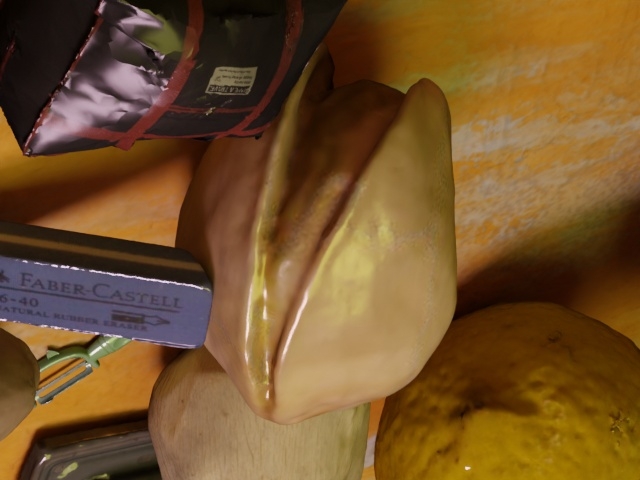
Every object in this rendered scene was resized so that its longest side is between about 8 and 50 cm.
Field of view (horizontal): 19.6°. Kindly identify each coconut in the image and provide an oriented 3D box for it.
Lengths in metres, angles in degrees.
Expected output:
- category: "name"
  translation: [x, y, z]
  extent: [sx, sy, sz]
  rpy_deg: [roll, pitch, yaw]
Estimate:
- category: "coconut"
  translation: [-0.055, 0.158, 1.637]
  extent: [0.224, 0.224, 0.224]
  rpy_deg: [-21, 147, -15]

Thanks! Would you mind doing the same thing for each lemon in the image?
- category: "lemon"
  translation: [0.208, 0.218, 1.829]
  extent: [0.336, 0.336, 0.336]
  rpy_deg: [-21, 147, -15]

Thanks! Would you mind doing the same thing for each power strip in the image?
- category: "power strip"
  translation: [-0.183, 0.276, 1.783]
  extent: [0.251, 0.092, 0.257]
  rpy_deg: [-3, 135, -31]

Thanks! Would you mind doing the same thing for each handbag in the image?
- category: "handbag"
  translation: [-0.103, -0.141, 1.213]
  extent: [0.215, 0.155, 0.169]
  rpy_deg: [-6, 147, -37]

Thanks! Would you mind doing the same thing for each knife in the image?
- category: "knife"
  translation: [-0.173, 0.075, 1.588]
  extent: [0.212, 0.015, 0.054]
  rpy_deg: [-32, 140, 4]

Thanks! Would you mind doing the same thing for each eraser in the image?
- category: "eraser"
  translation: [-0.192, 0.029, 1.386]
  extent: [0.225, 0.036, 0.082]
  rpy_deg: [9, 140, -4]

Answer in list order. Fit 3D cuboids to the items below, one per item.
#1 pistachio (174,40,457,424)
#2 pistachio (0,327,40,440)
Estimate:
- category: "pistachio"
  translation: [0.000, 0.000, 1.432]
  extent: [0.229, 0.238, 0.321]
  rpy_deg: [17, 127, 6]
- category: "pistachio"
  translation: [-0.321, 0.118, 1.440]
  extent: [0.206, 0.131, 0.129]
  rpy_deg: [-8, -173, -39]
